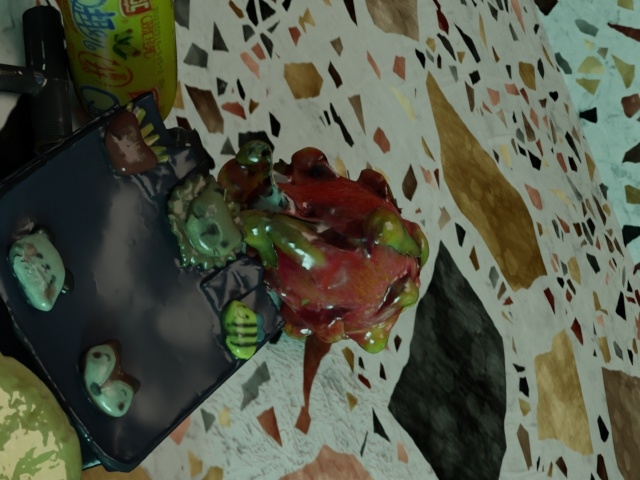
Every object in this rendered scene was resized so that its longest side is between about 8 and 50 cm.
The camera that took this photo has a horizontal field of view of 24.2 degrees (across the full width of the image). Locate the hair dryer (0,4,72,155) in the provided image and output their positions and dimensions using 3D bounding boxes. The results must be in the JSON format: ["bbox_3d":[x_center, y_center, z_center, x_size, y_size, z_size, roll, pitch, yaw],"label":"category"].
[{"bbox_3d":[-0.347,-0.193,1.596,0.195,0.050,0.173,20,53,-51],"label":"hair dryer"}]

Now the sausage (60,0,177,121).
[{"bbox_3d":[-0.223,-0.246,1.647,0.123,0.123,0.347,-76,170,-45],"label":"sausage"}]

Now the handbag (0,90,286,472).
[{"bbox_3d":[-0.204,0.041,1.523,0.329,0.122,0.303,-40,109,-39],"label":"handbag"}]

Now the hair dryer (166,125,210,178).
[{"bbox_3d":[-0.249,-0.024,1.645,0.272,0.091,0.235,9,87,-35],"label":"hair dryer"}]

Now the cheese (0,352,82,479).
[{"bbox_3d":[-0.323,0.201,1.326,0.214,0.117,0.226,55,36,-15],"label":"cheese"}]

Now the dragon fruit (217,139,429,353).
[{"bbox_3d":[-0.003,0.006,1.912,0.307,0.243,0.227,25,68,-4],"label":"dragon fruit"}]
